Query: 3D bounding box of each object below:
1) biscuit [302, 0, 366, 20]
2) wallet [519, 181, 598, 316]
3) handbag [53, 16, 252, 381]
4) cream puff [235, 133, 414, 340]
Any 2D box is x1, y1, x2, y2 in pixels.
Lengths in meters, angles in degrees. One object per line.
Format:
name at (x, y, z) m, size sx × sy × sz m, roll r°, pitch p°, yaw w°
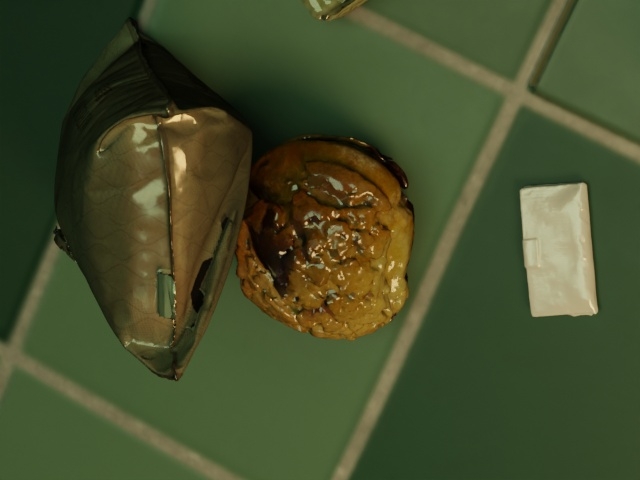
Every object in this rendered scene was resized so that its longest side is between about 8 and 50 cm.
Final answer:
biscuit at (0.060, -0.261, 1.054) m, size 0.252 × 0.052 × 0.150 m, roll -35°, pitch 88°, yaw 22°
wallet at (0.147, 0.007, 1.080) m, size 0.044 × 0.011 × 0.083 m, roll -3°, pitch 97°, yaw 20°
handbag at (-0.103, -0.026, 1.054) m, size 0.117 × 0.270 × 0.182 m, roll -4°, pitch 106°, yaw -10°
cream puff at (0.000, 0.000, 1.086) m, size 0.119 × 0.104 × 0.133 m, roll -15°, pitch 93°, yaw 14°
